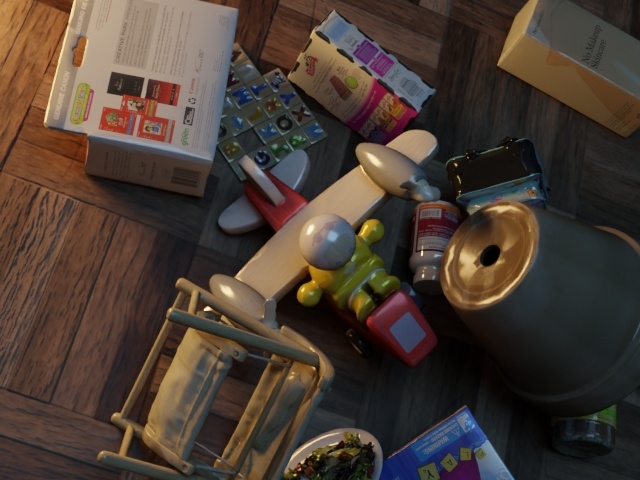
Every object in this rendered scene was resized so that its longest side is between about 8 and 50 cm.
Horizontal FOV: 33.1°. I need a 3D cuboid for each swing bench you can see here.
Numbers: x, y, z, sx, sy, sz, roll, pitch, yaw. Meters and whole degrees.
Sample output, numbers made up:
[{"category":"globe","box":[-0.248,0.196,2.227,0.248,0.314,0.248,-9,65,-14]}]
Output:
[{"category":"swing bench","box":[-0.145,0.232,1.540,0.254,0.165,0.253,26,101,-8]}]

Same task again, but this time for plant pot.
[{"category":"plant pot","box":[0.350,0.080,1.712,0.280,0.323,0.323,34,56,-35]}]

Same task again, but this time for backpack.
[{"category":"backpack","box":[0.323,-0.084,1.905,0.166,0.188,0.144,-19,73,12]}]

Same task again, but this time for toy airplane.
[{"category":"toy airplane","box":[0.000,0.000,1.698,0.384,0.272,0.386,3,79,2]}]

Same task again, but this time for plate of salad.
[{"category":"plate of salad","box":[0.000,0.350,1.595,0.200,0.200,0.048,-52,123,-30]}]

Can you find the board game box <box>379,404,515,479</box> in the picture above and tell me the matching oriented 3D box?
[{"category":"board game box","box":[0.173,0.463,1.589,0.318,0.066,0.318,-34,80,1]}]

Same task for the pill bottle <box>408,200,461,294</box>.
[{"category":"pill bottle","box":[0.198,0.013,1.874,0.086,0.086,0.152,15,63,-13]}]

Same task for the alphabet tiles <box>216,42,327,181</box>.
[{"category":"alphabet tiles","box":[-0.128,-0.239,1.915,0.198,0.009,0.237,-31,80,-28]}]

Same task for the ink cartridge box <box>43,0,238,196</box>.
[{"category":"ink cartridge box","box":[-0.296,-0.258,1.790,0.272,0.130,0.309,12,63,-9]}]

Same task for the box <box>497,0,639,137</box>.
[{"category":"box","box":[0.525,-0.353,2.140,0.311,0.121,0.148,27,61,-7]}]

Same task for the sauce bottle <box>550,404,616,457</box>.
[{"category":"sauce bottle","box":[0.461,0.197,1.871,0.111,0.111,0.344,15,64,-13]}]

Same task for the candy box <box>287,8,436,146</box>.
[{"category":"candy box","box":[0.071,-0.279,1.919,0.233,0.159,0.071,38,58,-1]}]
